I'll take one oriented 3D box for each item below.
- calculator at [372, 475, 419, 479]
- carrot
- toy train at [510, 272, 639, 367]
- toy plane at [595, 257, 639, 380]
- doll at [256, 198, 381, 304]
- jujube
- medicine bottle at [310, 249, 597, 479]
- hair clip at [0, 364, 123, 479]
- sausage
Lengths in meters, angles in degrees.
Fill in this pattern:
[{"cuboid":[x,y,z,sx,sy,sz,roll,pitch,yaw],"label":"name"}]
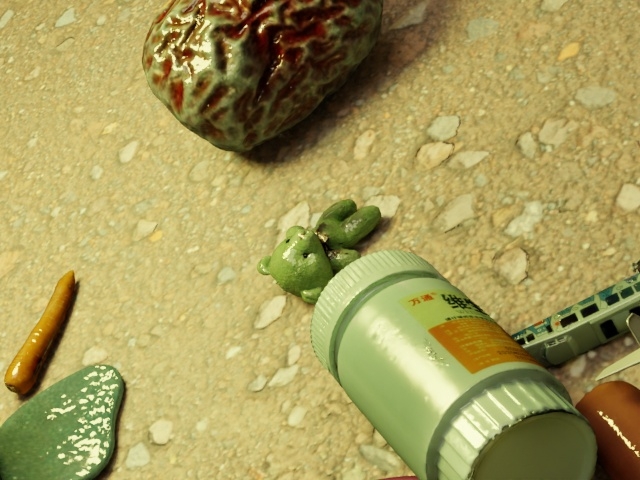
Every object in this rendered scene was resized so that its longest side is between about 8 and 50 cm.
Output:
[{"cuboid":[0.097,0.278,1.488,0.190,0.034,0.126,-8,45,26],"label":"calculator"},{"cuboid":[-0.340,0.112,1.934,0.037,0.037,0.190,-3,46,31],"label":"carrot"},{"cuboid":[0.269,0.082,1.556,0.207,0.043,0.047,-26,41,9],"label":"toy train"},{"cuboid":[0.350,0.068,1.459,0.234,0.160,0.082,-35,11,-36],"label":"toy plane"},{"cuboid":[0.000,0.000,1.795,0.115,0.077,0.150,25,55,33],"label":"doll"},{"cuboid":[-0.071,-0.260,1.979,0.317,0.226,0.226,-42,41,-6],"label":"jujube"},{"cuboid":[0.123,0.142,1.486,0.158,0.158,0.318,-37,35,-4],"label":"medicine bottle"},{"cuboid":[-0.401,0.268,1.670,0.392,0.238,0.318,-32,43,1],"label":"hair clip"},{"cuboid":[0.296,0.197,1.407,0.077,0.077,0.194,-36,41,-2],"label":"sausage"}]
